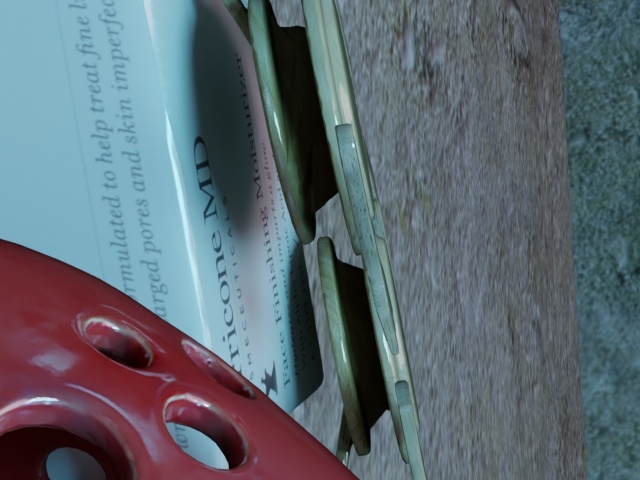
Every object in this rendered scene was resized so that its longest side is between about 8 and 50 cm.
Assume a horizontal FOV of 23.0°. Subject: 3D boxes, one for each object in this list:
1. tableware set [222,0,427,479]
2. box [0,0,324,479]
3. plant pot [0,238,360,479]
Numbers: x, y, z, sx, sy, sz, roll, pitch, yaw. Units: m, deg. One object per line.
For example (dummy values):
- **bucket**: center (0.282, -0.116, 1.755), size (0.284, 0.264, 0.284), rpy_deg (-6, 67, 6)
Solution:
- **tableware set**: center (0.000, 0.000, 0.493), size (0.194, 0.039, 0.128), rpy_deg (76, 5, -46)
- **box**: center (-0.108, -0.016, 0.517), size (0.119, 0.182, 0.181), rpy_deg (-35, 118, -70)
- **plant pot**: center (-0.104, 0.081, 0.373), size (0.174, 0.191, 0.191), rpy_deg (42, 21, 4)
